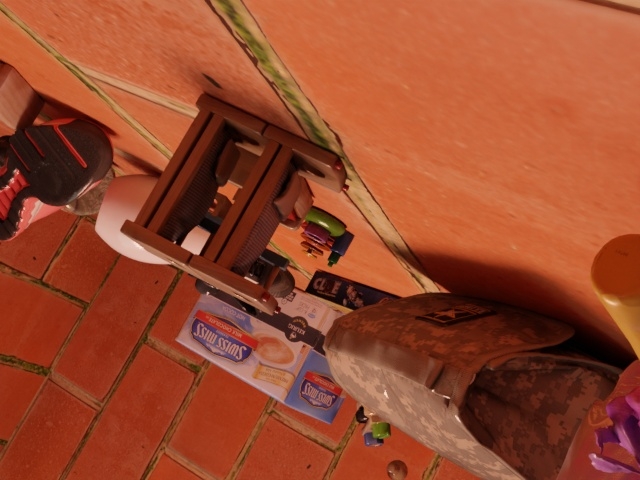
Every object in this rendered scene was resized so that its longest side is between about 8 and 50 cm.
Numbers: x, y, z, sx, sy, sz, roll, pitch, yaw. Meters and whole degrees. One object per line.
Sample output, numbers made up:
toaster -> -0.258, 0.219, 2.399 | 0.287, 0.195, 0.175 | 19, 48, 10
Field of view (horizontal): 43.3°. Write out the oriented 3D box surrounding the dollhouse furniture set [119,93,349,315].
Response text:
dollhouse furniture set -> -0.056, -0.012, 0.699 | 0.129, 0.129, 0.183 | 26, 170, 14

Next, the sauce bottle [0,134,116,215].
sauce bottle -> -0.481, -0.128, 1.412 | 0.344, 0.111, 0.111 | 21, 168, 47

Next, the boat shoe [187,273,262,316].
boat shoe -> -0.192, 0.059, 1.546 | 0.127, 0.113, 0.340 | 24, 170, 31

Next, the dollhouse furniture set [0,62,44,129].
dollhouse furniture set -> -0.532, -0.107, 1.057 | 0.198, 0.303, 0.286 | 29, 171, 2

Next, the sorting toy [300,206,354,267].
sorting toy -> 0.000, 0.000, 0.873 | 0.061, 0.042, 0.102 | 28, 171, 6

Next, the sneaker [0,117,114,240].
sneaker -> -0.375, -0.107, 1.143 | 0.314, 0.136, 0.116 | -22, 104, 41

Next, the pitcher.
pitcher -> -0.220, -0.025, 1.210 | 0.207, 0.125, 0.178 | 19, -172, -10

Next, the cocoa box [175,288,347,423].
cocoa box -> -0.101, 0.222, 1.811 | 0.347, 0.228, 0.231 | 22, 169, 35

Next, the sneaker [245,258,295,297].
sneaker -> -0.144, 0.031, 1.364 | 0.234, 0.078, 0.106 | 32, 173, -9

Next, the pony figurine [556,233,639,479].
pony figurine -> 0.217, 0.177, 0.446 | 0.303, 0.351, 0.363 | 14, 144, 46

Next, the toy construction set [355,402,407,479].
toy construction set -> 0.152, 0.335, 1.486 | 0.257, 0.308, 0.237 | 16, 167, 20

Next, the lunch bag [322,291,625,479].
lunch bag -> 0.168, 0.149, 0.799 | 0.287, 0.169, 0.235 | 28, 172, -28

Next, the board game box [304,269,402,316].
board game box -> 0.107, 0.120, 1.213 | 0.165, 0.042, 0.243 | 35, 169, -35
